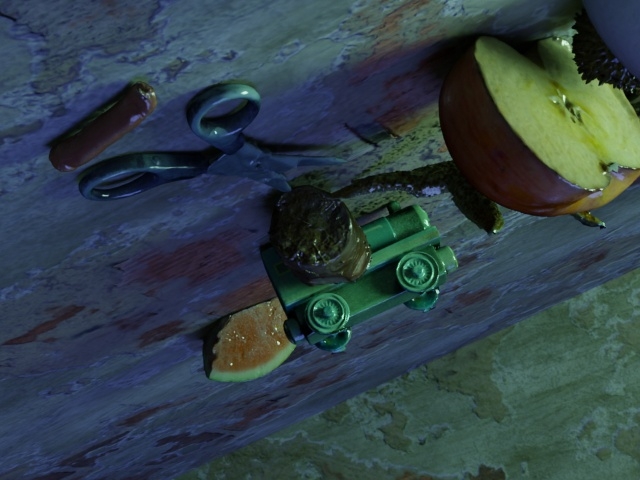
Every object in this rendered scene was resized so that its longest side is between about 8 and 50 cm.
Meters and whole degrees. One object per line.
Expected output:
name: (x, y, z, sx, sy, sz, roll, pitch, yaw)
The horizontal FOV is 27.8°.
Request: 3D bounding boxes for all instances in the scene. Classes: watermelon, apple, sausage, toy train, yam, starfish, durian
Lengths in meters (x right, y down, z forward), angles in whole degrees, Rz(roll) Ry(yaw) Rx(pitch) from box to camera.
watermelon: (-0.128, 0.187, 2.454, 0.231, 0.128, 0.146, -21, -178, -14)
apple: (0.264, -0.123, 1.637, 0.293, 0.251, 0.163, -8, 151, -44)
sausage: (-0.229, -0.120, 1.377, 0.158, 0.036, 0.042, -32, 173, 31)
toy train: (0.061, 0.050, 2.072, 0.298, 0.194, 0.120, -24, 158, -5)
yam: (-0.001, -0.002, 1.915, 0.129, 0.128, 0.238, -39, 167, -2)
starfish: (0.191, -0.069, 1.785, 0.358, 0.078, 0.347, 2, -165, -18)
durian: (0.402, -0.256, 1.609, 0.196, 0.167, 0.196, 2, 162, 1)

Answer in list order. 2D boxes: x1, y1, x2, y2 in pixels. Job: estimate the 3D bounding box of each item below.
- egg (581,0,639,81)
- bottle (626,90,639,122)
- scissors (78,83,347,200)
egg: (0.402, -0.273, 1.209, 0.340, 0.354, 0.354, 9, 152, -22)
bottle: (0.494, -0.164, 2.079, 0.253, 0.120, 0.120, -33, 162, 38)
scissors: (-0.098, -0.103, 1.621, 0.256, 0.029, 0.383, -31, 160, 27)
